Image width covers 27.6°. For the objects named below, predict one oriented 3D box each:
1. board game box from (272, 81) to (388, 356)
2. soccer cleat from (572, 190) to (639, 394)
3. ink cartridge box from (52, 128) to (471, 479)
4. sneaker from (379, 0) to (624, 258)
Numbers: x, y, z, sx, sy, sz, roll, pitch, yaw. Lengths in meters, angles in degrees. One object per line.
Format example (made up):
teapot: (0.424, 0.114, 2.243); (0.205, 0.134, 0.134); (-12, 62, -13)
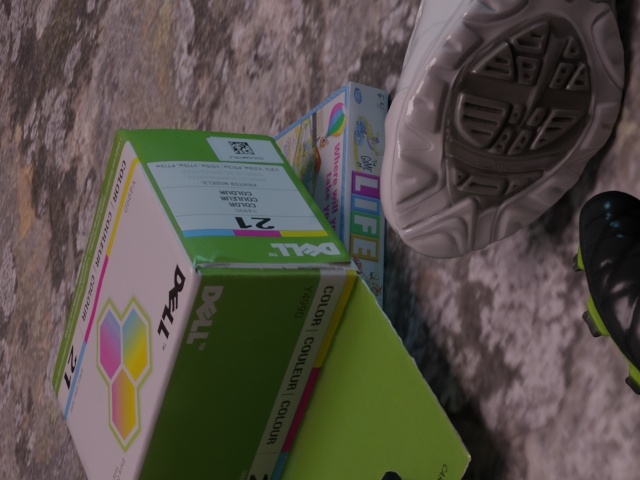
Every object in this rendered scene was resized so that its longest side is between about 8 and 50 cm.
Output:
board game box: (0.000, 0.000, 0.743); (0.103, 0.026, 0.154); (-28, 55, 58)
soccer cleat: (0.140, 0.044, 0.419); (0.072, 0.060, 0.179); (-48, 45, 31)
ink cartridge box: (-0.045, 0.087, 0.668); (0.255, 0.097, 0.189); (57, 137, 46)
sneaker: (0.080, -0.104, 0.578); (0.232, 0.090, 0.115); (-68, 20, 0)
